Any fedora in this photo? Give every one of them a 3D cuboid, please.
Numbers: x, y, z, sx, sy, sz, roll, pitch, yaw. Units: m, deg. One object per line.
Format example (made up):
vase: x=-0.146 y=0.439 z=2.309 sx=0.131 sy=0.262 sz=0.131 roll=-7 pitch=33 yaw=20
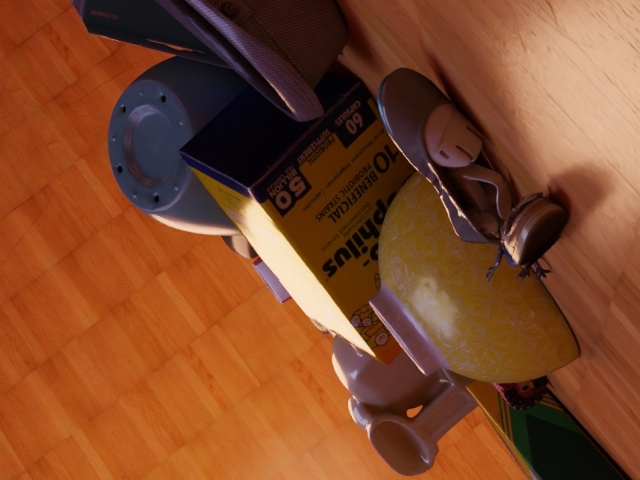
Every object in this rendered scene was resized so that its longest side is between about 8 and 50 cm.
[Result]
fedora: x=-0.074 y=-0.255 z=1.223 sx=0.275 sy=0.124 sz=0.244 roll=42 pitch=178 yaw=13

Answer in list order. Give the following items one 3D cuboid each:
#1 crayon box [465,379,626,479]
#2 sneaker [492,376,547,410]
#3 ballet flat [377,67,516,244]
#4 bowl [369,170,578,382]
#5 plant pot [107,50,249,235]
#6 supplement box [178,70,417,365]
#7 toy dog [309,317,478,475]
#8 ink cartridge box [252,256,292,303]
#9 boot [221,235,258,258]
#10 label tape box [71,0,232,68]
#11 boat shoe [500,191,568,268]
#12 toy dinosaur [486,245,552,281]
crayon box: x=0.410 y=0.395 z=1.876 sx=0.313 sy=0.106 sz=0.363 roll=51 pitch=177 yaw=44
sneaker: x=0.249 y=0.160 z=1.713 sx=0.225 sy=0.088 sz=0.093 roll=54 pitch=179 yaw=-31
ballet flat: x=0.124 y=-0.072 z=1.016 sx=0.068 sy=0.072 sz=0.213 roll=12 pitch=150 yaw=41
bowl: x=0.152 y=0.070 z=1.358 sx=0.289 sy=0.156 sz=0.289 roll=52 pitch=177 yaw=3
plant pot: x=-0.160 y=-0.141 z=1.651 sx=0.235 sy=0.293 sz=0.293 roll=-9 pitch=-128 yaw=-48
supplement box: x=0.017 y=-0.037 z=1.519 sx=0.195 sy=0.194 sz=0.356 roll=29 pitch=161 yaw=51
toy dog: x=0.108 y=0.177 z=2.143 sx=0.395 sy=0.284 sz=0.408 roll=31 pitch=-164 yaw=-25
ink cartridge box: x=0.000 y=0.000 z=2.171 sx=0.100 sy=0.172 sz=0.237 roll=54 pitch=-153 yaw=-6
boot: x=-0.128 y=-0.088 z=2.055 sx=0.445 sy=0.146 sz=0.367 roll=111 pitch=155 yaw=-59
label tape box: x=-0.206 y=-0.331 z=1.551 sx=0.240 sy=0.106 sz=0.334 roll=10 pitch=-163 yaw=-22
boat shoe: x=0.170 y=-0.013 z=0.954 sx=0.048 sy=0.056 sz=0.153 roll=47 pitch=-176 yaw=13
toy dinosaur: x=0.199 y=0.007 z=1.155 sx=0.082 sy=0.047 sz=0.090 roll=-118 pitch=28 yaw=-42
